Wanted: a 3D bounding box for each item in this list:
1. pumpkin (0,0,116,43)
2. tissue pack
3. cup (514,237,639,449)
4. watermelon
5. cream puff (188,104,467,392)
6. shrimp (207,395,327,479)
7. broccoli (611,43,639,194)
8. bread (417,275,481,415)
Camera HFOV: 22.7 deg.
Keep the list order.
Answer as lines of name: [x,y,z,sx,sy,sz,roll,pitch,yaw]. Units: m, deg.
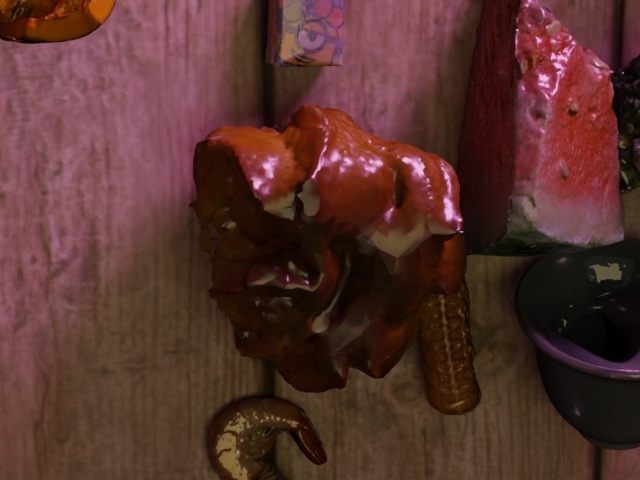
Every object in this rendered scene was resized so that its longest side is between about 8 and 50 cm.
pumpkin: [-0.248,-0.212,1.220,0.184,0.107,0.119,14,94,-14]
tissue pack: [-0.013,-0.188,1.344,0.063,0.035,0.083,-3,108,-18]
cup: [0.276,0.113,1.472,0.199,0.199,0.150,-14,129,-14]
watermelon: [0.184,-0.112,1.371,0.140,0.193,0.256,-4,95,-18]
cream puff: [0.000,0.000,1.340,0.269,0.155,0.241,37,102,-26]
shrimp: [-0.034,0.205,1.463,0.162,0.045,0.095,42,70,-19]
broccoli: [0.363,-0.057,1.409,0.275,0.198,0.177,46,66,7]
bread: [0.115,0.089,1.466,0.052,0.044,0.157,-16,111,-16]
